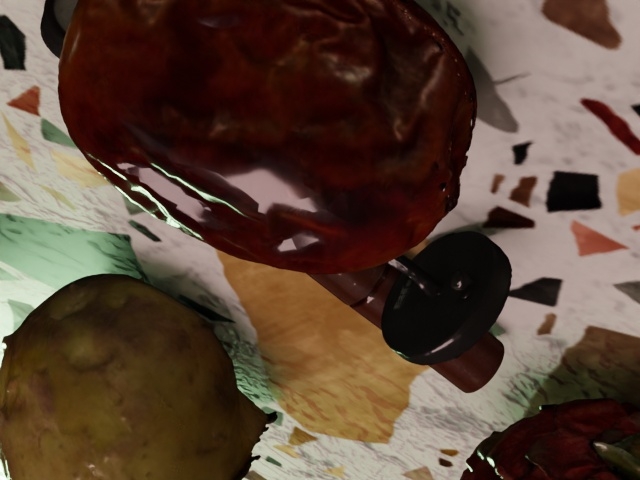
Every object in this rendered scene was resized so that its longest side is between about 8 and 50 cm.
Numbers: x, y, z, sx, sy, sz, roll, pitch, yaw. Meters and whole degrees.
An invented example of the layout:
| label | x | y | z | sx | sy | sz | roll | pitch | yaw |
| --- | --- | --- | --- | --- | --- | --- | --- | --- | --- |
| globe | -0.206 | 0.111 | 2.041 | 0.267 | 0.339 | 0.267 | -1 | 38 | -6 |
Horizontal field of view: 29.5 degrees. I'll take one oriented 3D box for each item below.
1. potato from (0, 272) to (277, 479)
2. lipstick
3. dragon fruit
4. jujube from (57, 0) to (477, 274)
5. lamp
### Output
| label | x | y | z | sx | sy | sz | roll | pitch | yaw |
| --- | --- | --- | --- | --- | --- | --- | --- | --- | --- |
| potato | -0.211 | 0.162 | 1.180 | 0.288 | 0.301 | 0.237 | -33 | 98 | 18 |
| lipstick | 0.000 | 0.000 | 0.938 | 0.356 | 0.057 | 0.057 | 39 | 146 | -18 |
| dragon fruit | 0.216 | 0.254 | 0.992 | 0.244 | 0.244 | 0.299 | 27 | 165 | -2 |
| jujube | -0.028 | -0.078 | 0.727 | 0.243 | 0.183 | 0.183 | 18 | 147 | 8 |
| lamp | -0.044 | -0.038 | 0.860 | 0.371 | 0.130 | 0.108 | 28 | 150 | -8 |
